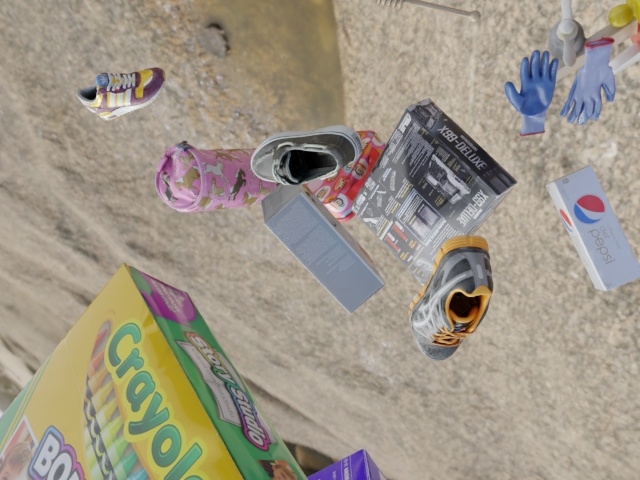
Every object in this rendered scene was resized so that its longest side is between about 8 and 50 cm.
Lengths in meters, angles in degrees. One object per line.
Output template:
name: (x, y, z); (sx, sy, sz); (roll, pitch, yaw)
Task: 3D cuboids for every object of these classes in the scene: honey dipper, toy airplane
honey dipper: (0.164, -0.353, 0.949); (0.160, 0.030, 0.030); (9, 152, -7)
toy airplane: (0.597, -0.429, 1.127); (0.272, 0.386, 0.384); (55, 153, -7)

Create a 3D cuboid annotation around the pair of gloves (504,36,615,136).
pair of gloves: (0.406, -0.256, 1.068); (0.023, 0.198, 0.159); (-104, 4, -52)

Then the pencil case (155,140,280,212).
pencil case: (-0.213, -0.162, 1.548); (0.160, 0.386, 0.167); (-5, 93, 36)

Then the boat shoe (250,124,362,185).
boat shoe: (-0.040, -0.121, 0.948); (0.219, 0.070, 0.078); (-8, 121, 45)

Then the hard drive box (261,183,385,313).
hard drive box: (0.000, 0.000, 1.178); (0.232, 0.089, 0.181); (47, -173, -18)

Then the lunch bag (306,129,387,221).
lunch bag: (0.078, -0.196, 1.885); (0.120, 0.293, 0.258); (41, 161, -28)

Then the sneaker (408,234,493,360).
sneaker: (0.166, 0.092, 0.804); (0.084, 0.083, 0.215); (-2, 134, -6)

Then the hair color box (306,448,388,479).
hair color box: (-0.031, 0.461, 0.904); (0.185, 0.339, 0.110); (56, -170, -20)

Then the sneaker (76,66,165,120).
sneaker: (-0.393, -0.300, 1.245); (0.185, 0.069, 0.084); (-22, 149, 21)

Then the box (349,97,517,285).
box: (0.212, -0.090, 1.274); (0.242, 0.076, 0.307); (47, 140, 17)

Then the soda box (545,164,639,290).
soda box: (0.489, -0.022, 1.133); (0.216, 0.074, 0.069); (65, -173, 4)

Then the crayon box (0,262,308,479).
crayon box: (-0.179, 0.247, 0.552); (0.106, 0.313, 0.363); (33, -172, -45)
